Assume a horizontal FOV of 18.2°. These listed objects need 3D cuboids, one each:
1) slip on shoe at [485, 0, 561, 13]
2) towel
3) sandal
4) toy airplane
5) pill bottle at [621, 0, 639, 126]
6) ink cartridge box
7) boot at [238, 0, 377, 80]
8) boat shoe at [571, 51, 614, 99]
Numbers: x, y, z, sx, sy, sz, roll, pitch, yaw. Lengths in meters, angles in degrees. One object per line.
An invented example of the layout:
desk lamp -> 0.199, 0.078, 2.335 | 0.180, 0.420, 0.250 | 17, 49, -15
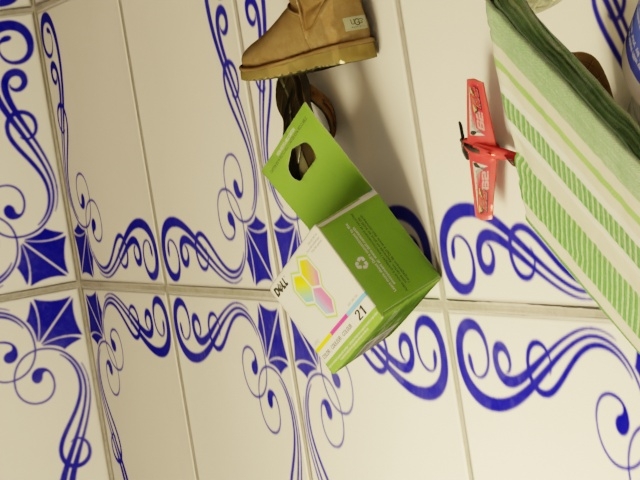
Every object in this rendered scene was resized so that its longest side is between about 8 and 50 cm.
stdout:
slip on shoe -> 0.143, -0.301, 1.730 | 0.331, 0.123, 0.101 | 41, -153, -64
towel -> 0.228, -0.041, 1.665 | 0.248, 0.038, 0.325 | 55, 170, 37
sandal -> -0.013, -0.146, 2.421 | 0.219, 0.060, 0.090 | -103, 23, -46
toy airplane -> 0.179, -0.091, 2.008 | 0.151, 0.028, 0.151 | 168, 90, -68
pill bottle -> 0.311, -0.164, 1.484 | 0.272, 0.152, 0.152 | 102, 149, -50
ink cartridge box -> 0.000, 0.000, 2.288 | 0.255, 0.097, 0.189 | 52, 152, 9
boot -> -0.029, -0.330, 2.318 | 0.236, 0.089, 0.270 | -7, 95, 49
boat shoe -> 0.249, -0.092, 1.806 | 0.059, 0.063, 0.170 | -94, -11, -79
